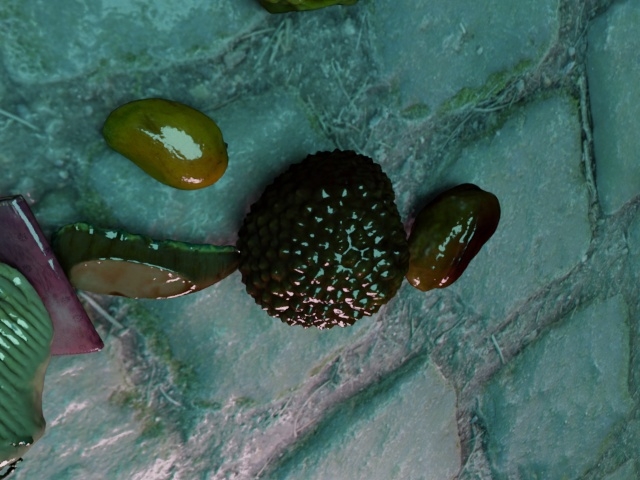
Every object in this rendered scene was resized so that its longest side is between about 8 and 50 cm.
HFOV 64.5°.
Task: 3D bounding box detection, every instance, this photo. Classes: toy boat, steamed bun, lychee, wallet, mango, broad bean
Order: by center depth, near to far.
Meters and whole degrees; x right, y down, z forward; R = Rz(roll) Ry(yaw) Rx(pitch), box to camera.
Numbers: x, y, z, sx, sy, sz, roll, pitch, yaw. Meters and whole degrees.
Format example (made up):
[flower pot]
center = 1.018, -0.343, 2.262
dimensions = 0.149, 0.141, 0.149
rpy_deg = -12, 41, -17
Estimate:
[steamed bun]
center = -0.451, 0.148, 0.537
dimensions = 0.207, 0.280, 0.268
rpy_deg = -30, 149, 16
[wallet]
center = -0.378, 0.055, 0.659
dimensions = 0.119, 0.025, 0.232
rpy_deg = -8, 116, 17
[mango]
center = -0.202, -0.136, 0.695
dimensions = 0.165, 0.089, 0.115
rpy_deg = 38, 96, -28
[toy boat]
center = -0.227, 0.033, 0.729
dimensions = 0.292, 0.099, 0.108
rpy_deg = 4, 131, -28
[lychee]
center = 0.000, 0.000, 0.754
dimensions = 0.267, 0.267, 0.268
rpy_deg = -9, 110, -25
[broad bean]
center = 0.239, -0.007, 0.948
dimensions = 0.228, 0.122, 0.156
rpy_deg = -50, 147, 1

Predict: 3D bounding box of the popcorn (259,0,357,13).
[popcorn]
center = 0.010, -0.403, 0.634
dimensions = 0.235, 0.242, 0.250
rpy_deg = 23, 97, -34
